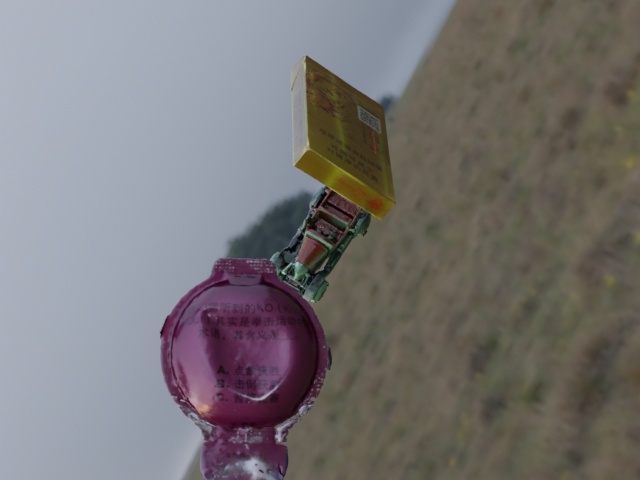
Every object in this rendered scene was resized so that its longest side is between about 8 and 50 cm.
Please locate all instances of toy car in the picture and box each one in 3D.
[{"bbox_3d":[0.000,0.000,1.903,0.143,0.073,0.054,-55,-6,-30],"label":"toy car"}]

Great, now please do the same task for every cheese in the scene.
[{"bbox_3d":[-0.040,0.082,0.921,0.038,0.095,0.145,143,128,-77],"label":"cheese"}]

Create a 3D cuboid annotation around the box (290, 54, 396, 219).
[{"bbox_3d":[0.016,-0.083,1.342,0.022,0.089,0.156,-47,25,24],"label":"box"}]
